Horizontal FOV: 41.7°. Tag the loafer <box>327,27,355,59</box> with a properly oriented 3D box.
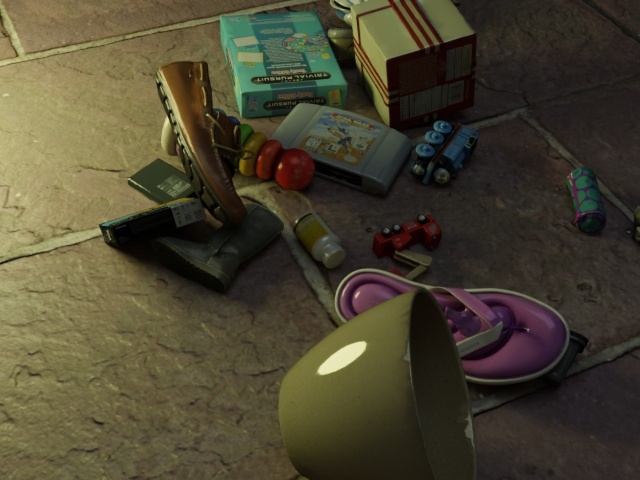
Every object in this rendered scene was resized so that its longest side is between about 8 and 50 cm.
[{"bbox_3d":[0.132,-0.493,2.153,0.251,0.087,0.094,-1,18,-21],"label":"loafer"}]

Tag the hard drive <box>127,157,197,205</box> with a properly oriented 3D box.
[{"bbox_3d":[-0.326,-0.118,1.772,0.135,0.022,0.094,31,51,23],"label":"hard drive"}]

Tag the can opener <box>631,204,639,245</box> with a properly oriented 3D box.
[{"bbox_3d":[0.708,0.036,1.668,0.095,0.076,0.283,-7,47,-11],"label":"can opener"}]

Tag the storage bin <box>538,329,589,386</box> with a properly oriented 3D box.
[{"bbox_3d":[0.387,0.195,1.483,0.135,0.098,0.091,25,76,18],"label":"storage bin"}]

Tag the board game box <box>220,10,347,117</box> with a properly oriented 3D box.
[{"bbox_3d":[-0.098,-0.440,2.071,0.253,0.079,0.336,-6,46,-11],"label":"board game box"}]

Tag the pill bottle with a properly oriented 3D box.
[{"bbox_3d":[0.000,0.000,1.652,0.065,0.065,0.116,-21,50,-23],"label":"pill bottle"}]

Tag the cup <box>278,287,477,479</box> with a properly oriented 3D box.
[{"bbox_3d":[0.077,0.255,1.265,0.237,0.331,0.331,-13,42,19],"label":"cup"}]

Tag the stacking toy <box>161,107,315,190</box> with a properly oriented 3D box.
[{"bbox_3d":[-0.166,-0.194,1.802,0.330,0.141,0.141,23,47,7],"label":"stacking toy"}]

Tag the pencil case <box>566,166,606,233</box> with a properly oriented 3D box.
[{"bbox_3d":[0.562,-0.085,1.784,0.070,0.064,0.152,16,43,-12],"label":"pencil case"}]

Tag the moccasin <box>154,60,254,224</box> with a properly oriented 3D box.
[{"bbox_3d":[-0.212,-0.201,1.666,0.147,0.139,0.380,-17,58,-11],"label":"moccasin"}]

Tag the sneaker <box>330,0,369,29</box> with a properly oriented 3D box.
[{"bbox_3d":[0.145,-0.680,2.293,0.236,0.130,0.323,4,50,-7],"label":"sneaker"}]

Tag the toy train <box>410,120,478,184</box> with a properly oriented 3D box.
[{"bbox_3d":[0.274,-0.193,1.860,0.105,0.080,0.184,27,49,13],"label":"toy train"}]

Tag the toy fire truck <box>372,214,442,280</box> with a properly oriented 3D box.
[{"bbox_3d":[0.173,0.028,1.651,0.192,0.047,0.135,-20,50,-24],"label":"toy fire truck"}]

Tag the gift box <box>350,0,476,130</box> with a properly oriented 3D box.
[{"bbox_3d":[0.230,-0.439,1.983,0.276,0.255,0.258,-16,50,-11],"label":"gift box"}]

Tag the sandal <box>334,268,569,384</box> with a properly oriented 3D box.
[{"bbox_3d":[0.212,0.148,1.450,0.416,0.102,0.169,9,82,19],"label":"sandal"}]

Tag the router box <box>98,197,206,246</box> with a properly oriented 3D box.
[{"bbox_3d":[-0.327,-0.037,1.627,0.179,0.046,0.133,-20,10,-23],"label":"router box"}]

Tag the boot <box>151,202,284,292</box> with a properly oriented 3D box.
[{"bbox_3d":[-0.198,-0.010,1.640,0.189,0.076,0.208,30,55,7],"label":"boot"}]

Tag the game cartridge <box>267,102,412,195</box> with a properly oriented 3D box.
[{"bbox_3d":[0.044,-0.213,1.878,0.297,0.062,0.198,20,51,15],"label":"game cartridge"}]
